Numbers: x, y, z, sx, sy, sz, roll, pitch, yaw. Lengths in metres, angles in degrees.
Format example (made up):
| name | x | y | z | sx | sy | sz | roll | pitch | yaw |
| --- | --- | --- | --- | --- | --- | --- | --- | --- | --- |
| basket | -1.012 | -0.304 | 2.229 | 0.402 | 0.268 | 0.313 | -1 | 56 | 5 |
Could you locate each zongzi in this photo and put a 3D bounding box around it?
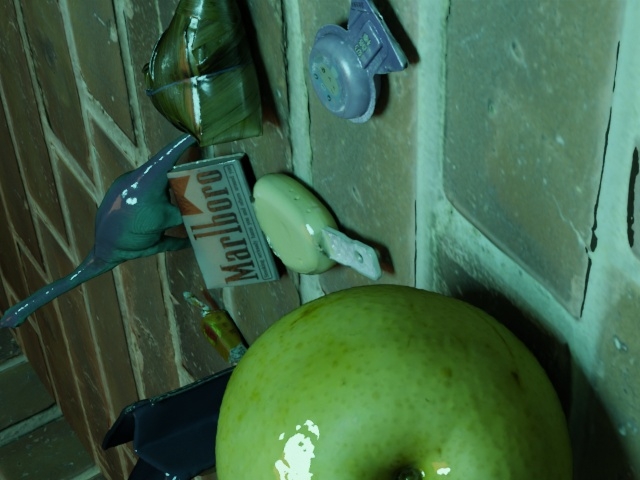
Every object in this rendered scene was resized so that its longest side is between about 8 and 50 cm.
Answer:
| name | x | y | z | sx | sy | sz | roll | pitch | yaw |
| --- | --- | --- | --- | --- | --- | --- | --- | --- | --- |
| zongzi | -0.159 | -0.245 | 1.646 | 0.221 | 0.112 | 0.242 | 27 | 130 | 59 |

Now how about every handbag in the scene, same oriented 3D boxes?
| name | x | y | z | sx | sy | sz | roll | pitch | yaw |
| --- | --- | --- | --- | --- | --- | --- | --- | --- | --- |
| handbag | -0.121 | 0.234 | 1.811 | 0.122 | 0.303 | 0.329 | 65 | 159 | 6 |

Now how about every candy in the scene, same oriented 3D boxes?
| name | x | y | z | sx | sy | sz | roll | pitch | yaw |
| --- | --- | --- | --- | --- | --- | --- | --- | --- | --- |
| candy | -0.151 | 0.146 | 2.141 | 0.182 | 0.046 | 0.053 | 49 | 151 | 23 |

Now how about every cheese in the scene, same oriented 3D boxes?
| name | x | y | z | sx | sy | sz | roll | pitch | yaw |
| --- | --- | --- | --- | --- | --- | --- | --- | --- | --- |
| cheese | 0.000 | 0.000 | 1.617 | 0.255 | 0.050 | 0.127 | 29 | 139 | 56 |
| cheese | 0.031 | -0.176 | 1.360 | 0.105 | 0.042 | 0.191 | 60 | 156 | 8 |

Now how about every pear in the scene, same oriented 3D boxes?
| name | x | y | z | sx | sy | sz | roll | pitch | yaw |
| --- | --- | --- | --- | --- | --- | --- | --- | --- | --- |
| pear | 0.068 | 0.206 | 1.305 | 0.348 | 0.348 | 0.348 | 49 | 154 | 34 |

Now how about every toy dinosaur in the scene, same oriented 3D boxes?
| name | x | y | z | sx | sy | sz | roll | pitch | yaw |
| --- | --- | --- | --- | --- | --- | --- | --- | --- | --- |
| toy dinosaur | -0.302 | -0.013 | 1.918 | 0.129 | 0.331 | 0.383 | 56 | 158 | 17 |

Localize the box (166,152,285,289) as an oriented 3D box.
| name | x | y | z | sx | sy | sz | roll | pitch | yaw |
| --- | --- | --- | --- | --- | --- | --- | --- | --- | --- |
| box | -0.126 | -0.022 | 1.824 | 0.115 | 0.036 | 0.177 | -9 | 111 | 26 |
